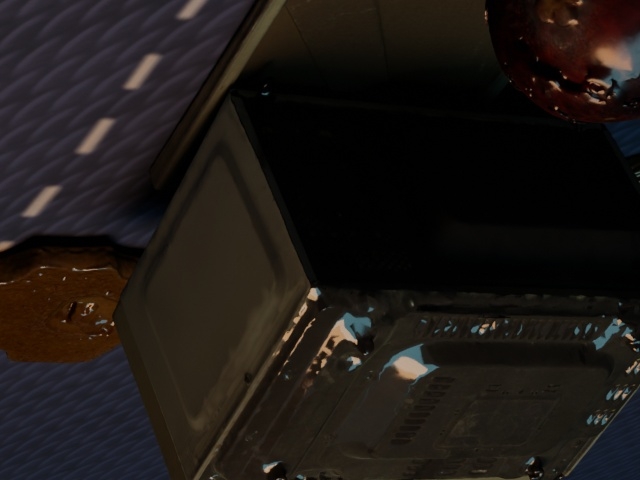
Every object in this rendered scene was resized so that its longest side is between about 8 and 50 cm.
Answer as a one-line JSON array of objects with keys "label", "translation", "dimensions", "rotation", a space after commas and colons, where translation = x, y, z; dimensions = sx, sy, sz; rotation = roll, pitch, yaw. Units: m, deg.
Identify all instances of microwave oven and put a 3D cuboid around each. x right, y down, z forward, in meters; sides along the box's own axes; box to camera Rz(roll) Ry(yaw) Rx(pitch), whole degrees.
[{"label": "microwave oven", "translation": [0.067, 0.058, 1.443], "dimensions": [0.355, 0.218, 0.286], "rotation": [4, 136, -32]}]

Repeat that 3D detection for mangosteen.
[{"label": "mangosteen", "translation": [0.200, -0.156, 1.237], "dimensions": [0.180, 0.166, 0.166], "rotation": [-4, 156, -40]}]

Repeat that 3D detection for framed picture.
[{"label": "framed picture", "translation": [0.033, -0.120, 1.393], "dimensions": [0.240, 0.020, 0.324], "rotation": [-1, 153, -24]}]

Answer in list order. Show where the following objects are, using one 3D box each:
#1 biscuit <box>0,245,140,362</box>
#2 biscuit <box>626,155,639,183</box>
[{"label": "biscuit", "translation": [-0.229, 0.048, 1.608], "dimensions": [0.182, 0.034, 0.215], "rotation": [-28, 150, 29]}, {"label": "biscuit", "translation": [0.267, -0.029, 1.697], "dimensions": [0.175, 0.026, 0.124], "rotation": [-32, 149, 35]}]
